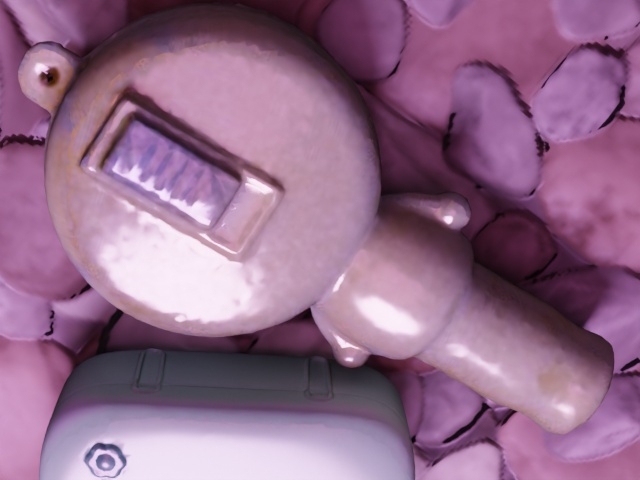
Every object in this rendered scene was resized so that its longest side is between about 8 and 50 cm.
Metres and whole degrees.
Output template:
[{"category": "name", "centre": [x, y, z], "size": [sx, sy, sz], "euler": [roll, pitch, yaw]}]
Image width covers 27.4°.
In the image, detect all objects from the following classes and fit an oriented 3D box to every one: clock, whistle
[{"category": "clock", "centre": [-0.042, 0.139, 0.553], "size": [0.148, 0.060, 0.189], "euler": [5, 111, -4]}, {"category": "whistle", "centre": [0.000, 0.000, 0.501], "size": [0.258, 0.067, 0.126], "euler": [31, 108, -15]}]
